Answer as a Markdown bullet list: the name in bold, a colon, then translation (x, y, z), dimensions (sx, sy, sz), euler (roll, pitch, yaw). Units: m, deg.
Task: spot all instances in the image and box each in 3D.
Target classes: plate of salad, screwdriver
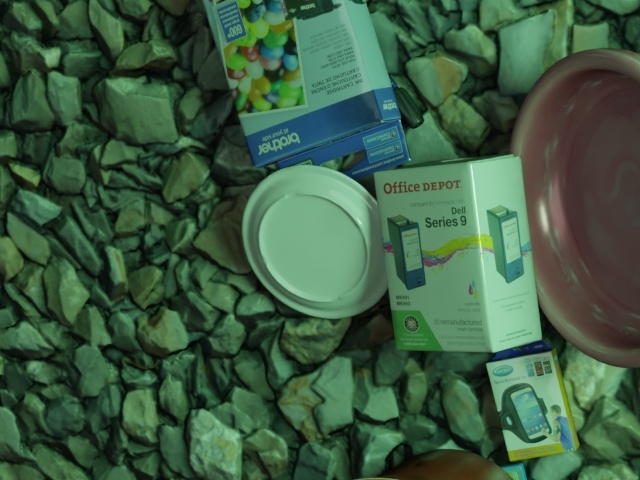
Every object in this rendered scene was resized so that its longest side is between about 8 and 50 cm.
- **plate of salad**: translation (0.000, 0.000, 1.660), dimensions (0.200, 0.048, 0.199), euler (10, 117, 20)
- **screwdriver**: translation (0.068, -0.202, 1.627), dimensions (0.024, 0.025, 0.170), euler (-38, 84, 20)

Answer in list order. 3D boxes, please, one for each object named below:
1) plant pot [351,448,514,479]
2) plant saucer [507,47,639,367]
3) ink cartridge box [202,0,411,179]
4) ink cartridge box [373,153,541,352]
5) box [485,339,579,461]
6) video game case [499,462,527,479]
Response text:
- **plant pot**: translation (0.116, 0.361, 1.537), dimensions (0.273, 0.265, 0.272), euler (2, 97, 21)
- **plant saucer**: translation (0.321, -0.036, 1.447), dimensions (0.332, 0.084, 0.332), euler (31, 126, 56)
- **ink cartridge box**: translation (-0.023, -0.213, 1.631), dimensions (0.186, 0.065, 0.311), euler (-17, 93, 29)
- **ink cartridge box**: translation (0.153, 0.015, 1.561), dimensions (0.154, 0.093, 0.212), euler (-2, 95, 47)
- **box**: translation (0.244, 0.183, 1.610), dimensions (0.081, 0.028, 0.136), euler (-14, 94, 22)
- **video game case**: translation (0.176, 0.337, 1.663), dimensions (0.166, 0.015, 0.119), euler (-13, 93, 22)
